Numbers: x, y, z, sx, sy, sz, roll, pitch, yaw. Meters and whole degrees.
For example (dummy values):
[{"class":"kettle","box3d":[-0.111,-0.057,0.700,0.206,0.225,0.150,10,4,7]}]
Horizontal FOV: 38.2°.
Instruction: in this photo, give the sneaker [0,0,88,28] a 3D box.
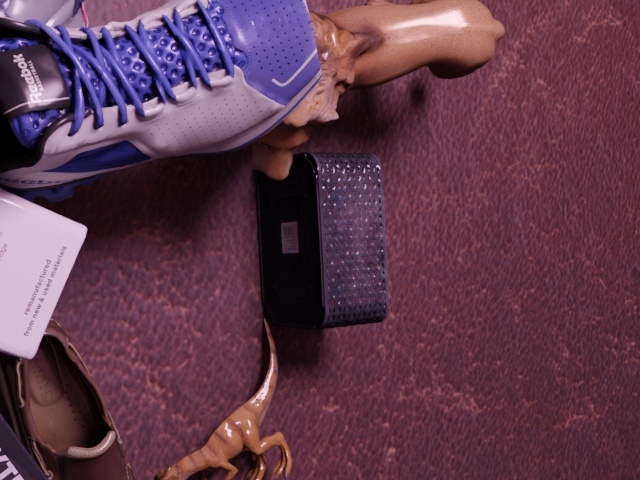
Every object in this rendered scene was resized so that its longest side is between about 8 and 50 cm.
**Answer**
[{"class":"sneaker","box3d":[-0.256,-0.254,0.842,0.131,0.112,0.319,36,75,-44]}]

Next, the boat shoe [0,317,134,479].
[{"class":"boat shoe","box3d":[-0.225,0.191,0.840,0.095,0.095,0.257,-30,105,-31]}]

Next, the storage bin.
[{"class":"storage bin","box3d":[0.000,0.000,0.980,0.084,0.122,0.180,-4,91,-34]}]

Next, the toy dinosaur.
[{"class":"toy dinosaur","box3d":[-0.076,0.194,0.959,0.211,0.064,0.112,-48,112,-26]}]

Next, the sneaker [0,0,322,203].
[{"class":"sneaker","box3d":[-0.152,-0.112,0.694,0.315,0.182,0.127,-22,89,4]}]

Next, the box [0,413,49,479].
[{"class":"box","box3d":[-0.251,0.203,0.704,0.073,0.295,0.293,-38,108,-26]}]

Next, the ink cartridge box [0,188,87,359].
[{"class":"ink cartridge box","box3d":[-0.349,-0.014,0.703,0.273,0.198,0.114,27,75,-29]}]

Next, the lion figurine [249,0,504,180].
[{"class":"lion figurine","box3d":[0.059,-0.192,0.933,0.392,0.240,0.142,-26,104,-19]}]
